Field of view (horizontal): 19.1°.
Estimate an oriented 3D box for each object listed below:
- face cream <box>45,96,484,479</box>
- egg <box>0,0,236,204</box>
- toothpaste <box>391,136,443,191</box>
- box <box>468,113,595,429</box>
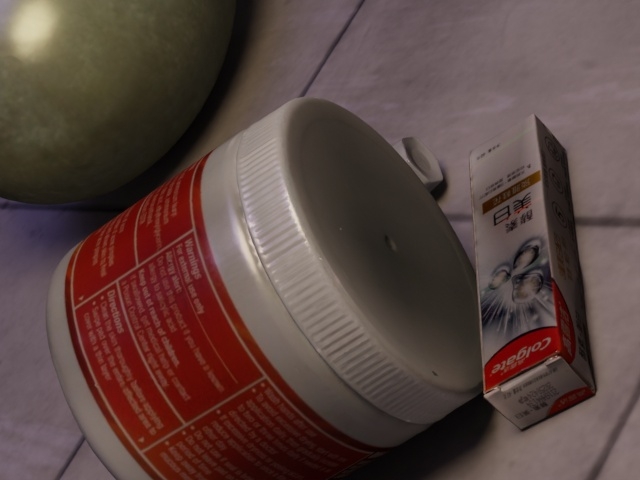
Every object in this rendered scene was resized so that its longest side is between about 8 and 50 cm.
[{"bbox_3d":[-0.030,0.047,1.104,0.187,0.201,0.201,-33,32,24],"label":"face cream"},{"bbox_3d":[-0.200,-0.185,1.560,0.258,0.258,0.352,-25,35,34],"label":"egg"},{"bbox_3d":[0.000,0.000,1.292,0.194,0.043,0.067,-38,32,28],"label":"toothpaste"},{"bbox_3d":[0.121,0.014,1.110,0.055,0.039,0.218,-31,33,24],"label":"box"}]
